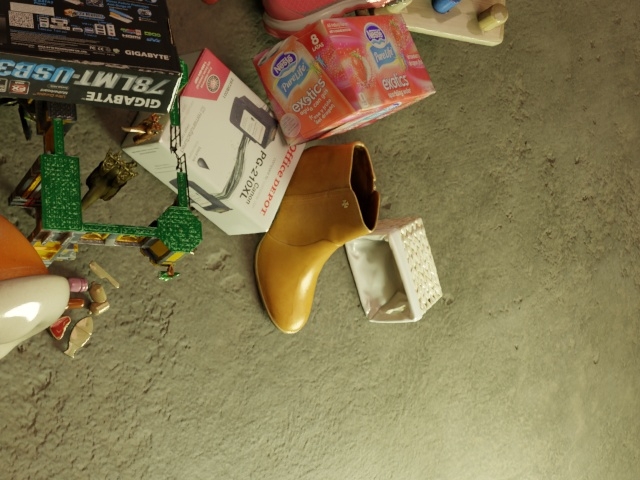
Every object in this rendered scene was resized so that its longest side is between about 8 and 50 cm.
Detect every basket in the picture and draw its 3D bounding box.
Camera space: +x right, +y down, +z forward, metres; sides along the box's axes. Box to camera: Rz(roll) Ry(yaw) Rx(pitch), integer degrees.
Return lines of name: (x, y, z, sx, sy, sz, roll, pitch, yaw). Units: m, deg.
basket: (0.129, 0.046, 1.876, 0.103, 0.113, 0.167, -31, 109, -43)

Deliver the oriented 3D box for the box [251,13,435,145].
box: (0.044, -0.261, 1.721, 0.300, 0.142, 0.154, -23, 89, -60)

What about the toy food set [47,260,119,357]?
toy food set: (-0.333, 0.091, 1.485, 0.078, 0.019, 0.122, 48, 64, -31)

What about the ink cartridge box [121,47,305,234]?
ink cartridge box: (-0.152, -0.141, 1.617, 0.237, 0.100, 0.172, 41, 60, -36)

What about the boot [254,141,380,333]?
boot: (0.001, -0.001, 1.682, 0.104, 0.211, 0.295, -2, 89, -44)

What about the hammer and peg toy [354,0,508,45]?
hammer and peg toy: (0.163, -0.487, 1.915, 0.361, 0.127, 0.266, 6, 82, -18)

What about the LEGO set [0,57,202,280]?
LEGO set: (-0.293, -0.092, 1.411, 0.255, 0.192, 0.331, -6, 76, -32)

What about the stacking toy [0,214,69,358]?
stacking toy: (-0.505, -0.076, 1.168, 0.350, 0.350, 0.480, -16, 84, -44)

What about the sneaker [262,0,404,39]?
sneaker: (0.045, -0.432, 1.716, 0.314, 0.116, 0.136, -27, 137, -9)

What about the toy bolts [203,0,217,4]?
toy bolts: (-0.163, -0.446, 1.584, 0.228, 0.158, 0.218, 48, 56, -31)

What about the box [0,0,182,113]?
box: (-0.332, -0.285, 1.299, 0.295, 0.073, 0.293, 3, 46, -24)
